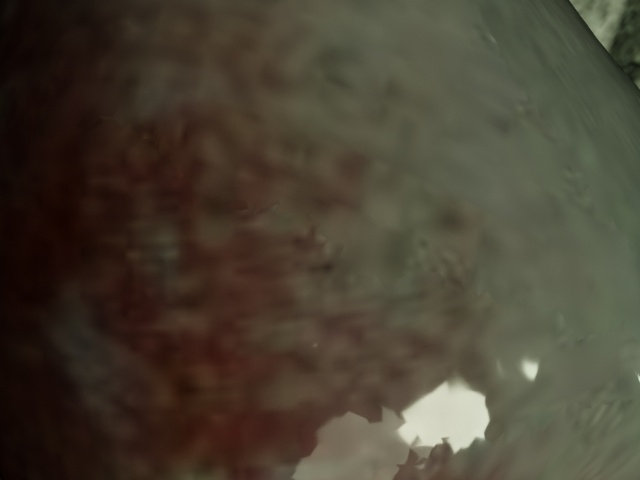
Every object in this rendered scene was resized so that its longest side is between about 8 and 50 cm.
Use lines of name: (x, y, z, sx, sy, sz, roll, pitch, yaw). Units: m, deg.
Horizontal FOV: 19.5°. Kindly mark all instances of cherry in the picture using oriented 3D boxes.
cherry: (0.009, -0.004, 0.770, 0.326, 0.291, 0.335, -3, 84, -42)
